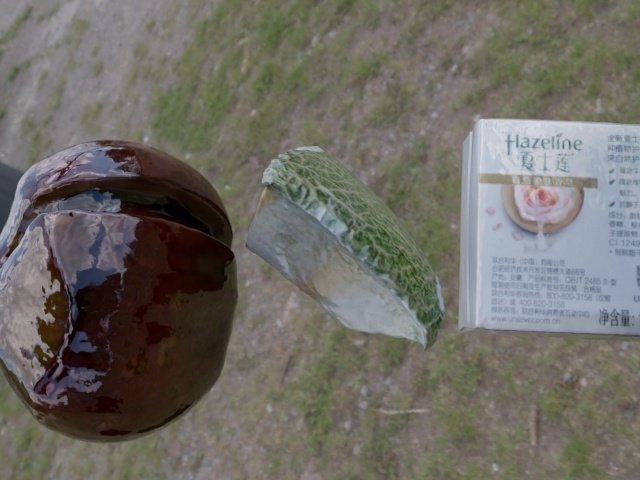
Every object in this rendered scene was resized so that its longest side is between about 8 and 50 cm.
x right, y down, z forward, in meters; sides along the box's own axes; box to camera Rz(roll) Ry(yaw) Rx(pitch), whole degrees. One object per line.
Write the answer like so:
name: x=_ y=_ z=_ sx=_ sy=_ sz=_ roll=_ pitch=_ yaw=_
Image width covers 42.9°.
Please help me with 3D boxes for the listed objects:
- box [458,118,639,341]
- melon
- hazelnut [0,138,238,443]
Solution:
box: x=0.191 y=-0.002 z=0.529 sx=0.081 sy=0.199 sz=0.135 roll=95 pitch=179 yaw=-81
melon: x=0.001 y=-0.004 z=0.569 sx=0.093 sy=0.139 sz=0.202 roll=-43 pitch=47 yaw=5
hazelnut: x=-0.142 y=0.038 z=0.567 sx=0.178 sy=0.178 sz=0.204 roll=-35 pitch=52 yaw=31
